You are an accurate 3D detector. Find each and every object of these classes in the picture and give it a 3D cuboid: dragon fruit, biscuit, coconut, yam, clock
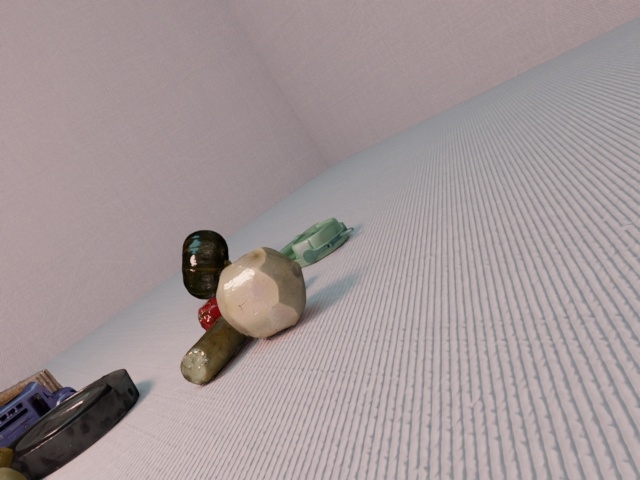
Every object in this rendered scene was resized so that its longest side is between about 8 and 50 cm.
[{"bbox_3d":[-0.181,0.160,1.498,0.190,0.094,0.094,-13,0,-24],"label":"dragon fruit"},{"bbox_3d":[-0.865,0.483,1.867,0.426,0.144,0.078,-29,11,26],"label":"biscuit"},{"bbox_3d":[-0.100,0.095,1.265,0.162,0.161,0.161,-28,10,24],"label":"coconut"},{"bbox_3d":[-0.154,0.159,1.372,0.083,0.083,0.371,-26,11,35],"label":"yam"},{"bbox_3d":[-0.535,0.395,1.443,0.319,0.066,0.319,-32,8,5],"label":"clock"},{"bbox_3d":[0.000,0.000,1.738,0.159,0.066,0.211,-39,12,-32],"label":"clock"}]

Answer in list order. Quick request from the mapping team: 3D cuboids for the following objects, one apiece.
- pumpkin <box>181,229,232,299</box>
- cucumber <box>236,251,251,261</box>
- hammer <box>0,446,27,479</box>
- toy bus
[{"bbox_3d":[-0.351,0.073,2.093,0.157,0.224,0.224,0,11,1],"label":"pumpkin"},{"bbox_3d":[-0.214,0.074,2.048,0.074,0.074,0.241,-37,9,-27],"label":"cucumber"},{"bbox_3d":[-0.576,0.432,1.164,0.202,0.113,0.305,-30,15,-6],"label":"hammer"},{"bbox_3d":[-0.718,0.438,1.620,0.292,0.133,0.125,-40,11,-39],"label":"toy bus"}]
